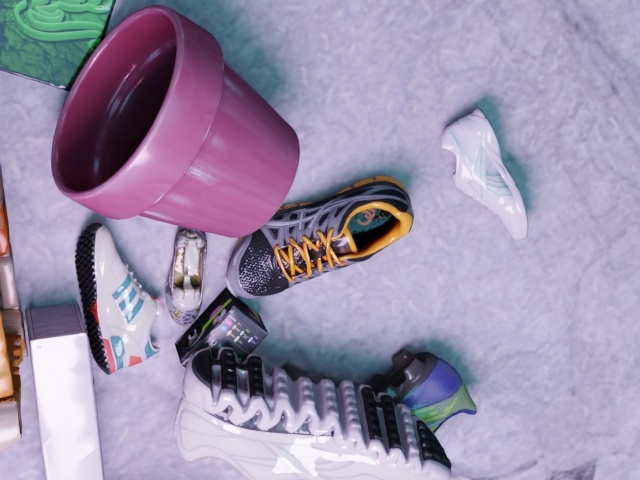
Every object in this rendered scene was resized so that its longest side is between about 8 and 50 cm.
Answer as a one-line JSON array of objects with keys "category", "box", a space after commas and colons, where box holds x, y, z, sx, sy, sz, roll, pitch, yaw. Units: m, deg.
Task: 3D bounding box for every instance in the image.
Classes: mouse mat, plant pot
[{"category": "mouse mat", "box": [-0.294, -0.237, 1.276, 0.190, 0.007, 0.152, 15, 102, -18]}, {"category": "plant pot", "box": [-0.127, -0.095, 1.271, 0.180, 0.201, 0.201, 29, 98, -36]}]

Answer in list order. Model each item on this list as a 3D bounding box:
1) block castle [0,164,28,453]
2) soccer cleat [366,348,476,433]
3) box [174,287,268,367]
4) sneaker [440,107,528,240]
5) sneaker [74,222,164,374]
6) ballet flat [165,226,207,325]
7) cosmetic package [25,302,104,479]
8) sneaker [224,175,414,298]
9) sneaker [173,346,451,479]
[{"category": "block castle", "box": [-0.391, -0.042, 1.151, 0.213, 0.303, 0.453, -8, 109, -9]}, {"category": "soccer cleat", "box": [0.052, 0.249, 1.455, 0.121, 0.093, 0.289, 44, 91, -14]}, {"category": "box", "box": [-0.104, 0.103, 1.392, 0.052, 0.062, 0.083, 40, 94, -20]}, {"category": "sneaker", "box": [0.176, -0.064, 1.423, 0.061, 0.053, 0.152, -26, 105, 4]}, {"category": "sneaker", "box": [-0.202, 0.054, 1.365, 0.075, 0.057, 0.161, -14, 108, -27]}, {"category": "ballet flat", "box": [-0.138, 0.038, 1.377, 0.041, 0.041, 0.114, 2, 106, -14]}, {"category": "cosmetic package", "box": [-0.257, 0.193, 1.362, 0.061, 0.099, 0.239, -7, 108, -12]}, {"category": "sneaker", "box": [0.000, 0.000, 1.378, 0.215, 0.083, 0.084, -28, 112, -3]}, {"category": "sneaker", "box": [-0.010, 0.204, 1.363, 0.292, 0.110, 0.118, 19, 113, -7]}]
